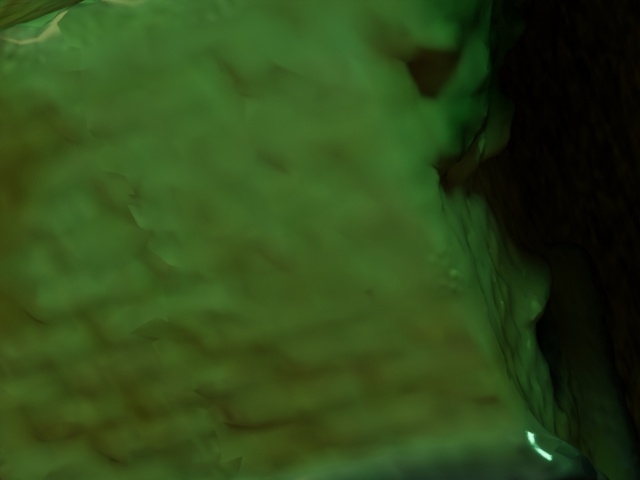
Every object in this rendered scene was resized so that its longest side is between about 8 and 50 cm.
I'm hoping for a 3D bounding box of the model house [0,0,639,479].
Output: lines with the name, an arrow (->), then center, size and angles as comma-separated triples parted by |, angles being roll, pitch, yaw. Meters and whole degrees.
model house -> 0.000, 0.000, 0.594 | 0.312, 0.245, 0.280 | -71, -40, -64
